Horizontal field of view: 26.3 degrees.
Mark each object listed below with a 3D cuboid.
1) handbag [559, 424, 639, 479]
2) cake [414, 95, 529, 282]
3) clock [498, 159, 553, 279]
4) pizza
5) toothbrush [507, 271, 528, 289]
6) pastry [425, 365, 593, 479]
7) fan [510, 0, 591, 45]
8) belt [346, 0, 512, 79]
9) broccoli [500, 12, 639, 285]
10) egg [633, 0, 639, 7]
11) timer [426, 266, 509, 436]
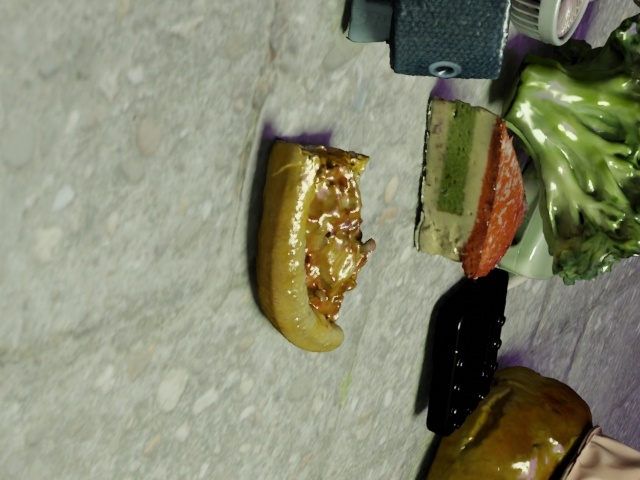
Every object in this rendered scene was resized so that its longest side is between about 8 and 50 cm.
[{"bbox_3d":[0.371,0.351,1.804,0.205,0.116,0.179,-43,153,-40],"label":"handbag"},{"bbox_3d":[0.144,-0.042,1.392,0.116,0.086,0.220,-62,157,-14],"label":"cake"},{"bbox_3d":[0.286,-0.046,1.717,0.151,0.062,0.191,9,104,-65],"label":"clock"},{"bbox_3d":[-0.004,0.006,1.167,0.134,0.056,0.271,-36,144,-35],"label":"pizza"},{"bbox_3d":[0.291,0.029,1.845,0.307,0.025,0.029,-21,122,-59],"label":"toothbrush"},{"bbox_3d":[0.245,0.333,1.874,0.356,0.164,0.356,-50,157,-30],"label":"pastry"},{"bbox_3d":[0.266,-0.279,1.446,0.244,0.074,0.130,-27,135,-61],"label":"fan"},{"bbox_3d":[0.090,-0.228,1.077,0.122,0.128,0.218,-84,179,-56],"label":"belt"},{"bbox_3d":[0.287,-0.115,1.522,0.248,0.246,0.288,-48,-158,40],"label":"broccoli"},{"bbox_3d":[0.473,-0.361,1.558,0.310,0.279,0.279,-52,153,-26],"label":"egg"},{"bbox_3d":[0.172,0.134,1.664,0.144,0.055,0.187,-38,140,-50],"label":"timer"}]
